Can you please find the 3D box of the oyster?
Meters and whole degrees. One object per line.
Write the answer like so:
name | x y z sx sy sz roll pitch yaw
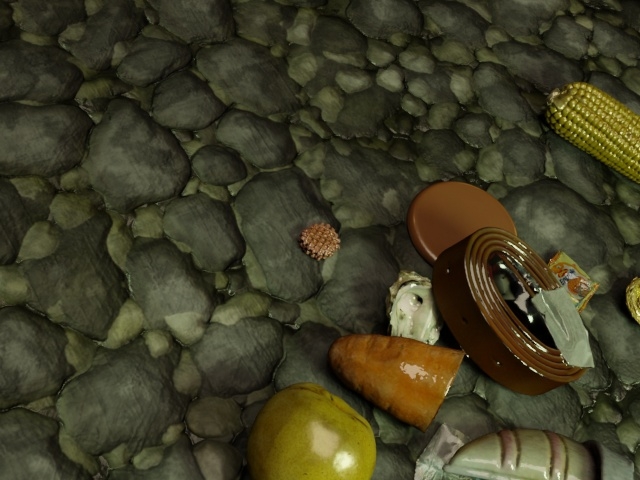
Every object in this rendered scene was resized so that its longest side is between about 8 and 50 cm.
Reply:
oyster | 0.187 0.135 1.489 0.191 0.081 0.163 -10 89 -28

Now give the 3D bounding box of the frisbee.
frisbee | 0.304 -0.024 1.642 0.250 0.021 0.251 7 57 -11

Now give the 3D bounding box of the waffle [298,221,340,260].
waffle | 0.000 0.000 1.536 0.083 0.029 0.075 -18 67 -27

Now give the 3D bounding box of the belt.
belt | 0.360 0.138 1.460 0.217 0.122 0.339 -39 90 -34

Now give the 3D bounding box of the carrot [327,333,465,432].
carrot | 0.122 0.230 1.378 0.225 0.159 0.159 21 56 11

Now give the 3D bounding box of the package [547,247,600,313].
package | 0.521 0.087 1.628 0.120 0.031 0.108 44 58 13

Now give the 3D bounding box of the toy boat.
toy boat | 0.397 0.379 1.317 0.293 0.111 0.276 22 15 27

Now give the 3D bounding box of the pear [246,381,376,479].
pear | -0.019 0.340 1.229 0.208 0.209 0.209 7 58 -12

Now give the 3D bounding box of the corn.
corn | 0.698 -0.239 1.809 0.387 0.144 0.144 32 57 7

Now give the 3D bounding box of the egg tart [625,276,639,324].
egg tart | 0.692 0.139 1.636 0.128 0.049 0.129 8 63 -16

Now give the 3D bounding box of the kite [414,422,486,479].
kite | 0.307 0.451 1.332 0.309 0.015 0.169 25 58 14
